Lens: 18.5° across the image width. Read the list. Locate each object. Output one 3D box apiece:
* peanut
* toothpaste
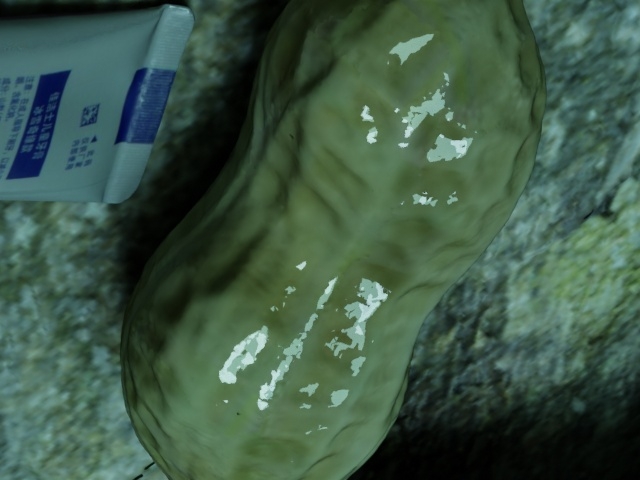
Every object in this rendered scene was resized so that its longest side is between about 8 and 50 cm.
[{"bbox_3d":[0.000,0.000,0.778,0.136,0.120,0.298,-40,161,-52],"label":"peanut"},{"bbox_3d":[-0.172,-0.042,0.701,0.266,0.061,0.096,-6,136,-34],"label":"toothpaste"}]
